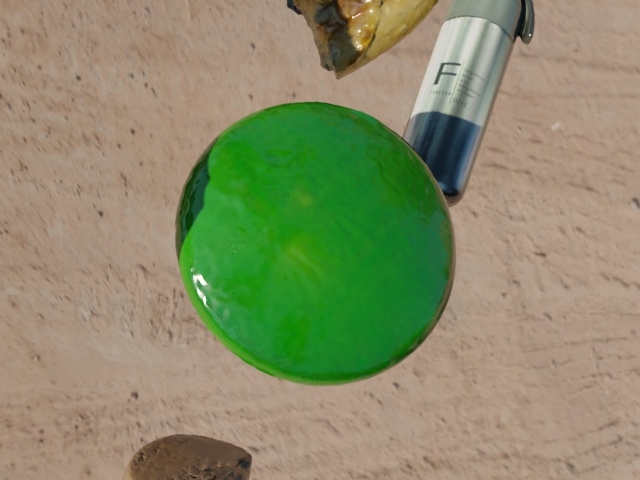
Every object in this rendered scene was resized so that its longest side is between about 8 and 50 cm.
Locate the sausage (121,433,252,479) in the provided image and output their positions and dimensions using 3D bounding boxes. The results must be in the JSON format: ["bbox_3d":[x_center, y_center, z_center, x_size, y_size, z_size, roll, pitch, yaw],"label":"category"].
[{"bbox_3d":[-0.165,0.316,0.698,0.123,0.123,0.252,20,101,-10],"label":"sausage"}]

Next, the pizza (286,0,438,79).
[{"bbox_3d":[0.033,-0.376,0.696,0.278,0.114,0.408,18,97,0],"label":"pizza"}]

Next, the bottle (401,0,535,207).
[{"bbox_3d":[0.151,-0.156,0.714,0.096,0.079,0.253,18,78,7],"label":"bottle"}]

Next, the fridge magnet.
[{"bbox_3d":[0.000,0.000,0.497,0.208,0.088,0.207,5,73,-18],"label":"fridge magnet"}]
